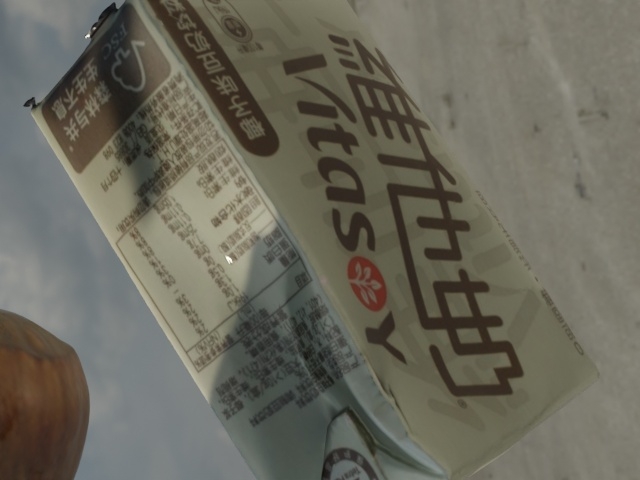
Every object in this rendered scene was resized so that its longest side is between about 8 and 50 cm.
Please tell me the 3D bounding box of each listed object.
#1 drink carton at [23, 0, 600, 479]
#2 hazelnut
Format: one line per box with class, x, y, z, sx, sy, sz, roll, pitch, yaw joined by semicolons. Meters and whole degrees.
drink carton;0.000;-0.001;0.704;0.194;0.132;0.324;-20;-105;-51
hazelnut;-0.279;0.153;0.937;0.214;0.176;0.214;49;-149;-43
